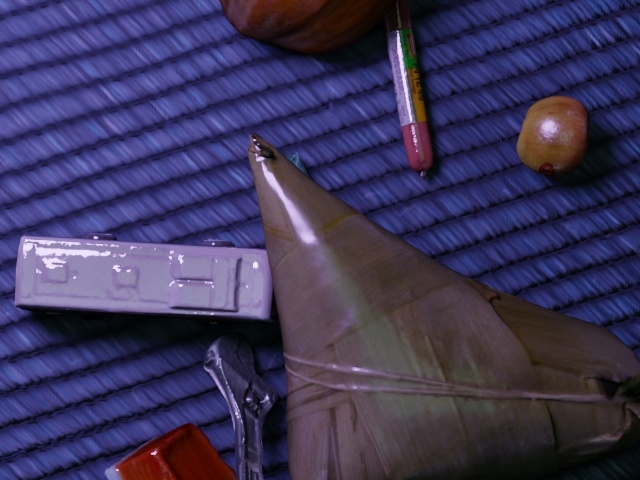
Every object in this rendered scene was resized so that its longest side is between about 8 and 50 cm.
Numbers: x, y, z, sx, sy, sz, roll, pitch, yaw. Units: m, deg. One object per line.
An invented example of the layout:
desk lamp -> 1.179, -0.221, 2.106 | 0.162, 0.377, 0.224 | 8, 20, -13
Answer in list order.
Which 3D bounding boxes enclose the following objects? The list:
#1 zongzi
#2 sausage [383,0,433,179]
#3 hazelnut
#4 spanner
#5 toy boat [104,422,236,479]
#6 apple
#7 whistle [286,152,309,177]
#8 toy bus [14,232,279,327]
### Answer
zongzi -> 0.165, 0.064, 1.409 | 0.447, 0.181, 0.418 | -12, 97, -6
sausage -> 0.089, -0.173, 1.524 | 0.029, 0.029, 0.223 | -9, 86, -4
hazelnut -> -0.014, -0.288, 1.451 | 0.210, 0.186, 0.210 | 1, 86, -18
spanner -> -0.070, 0.225, 1.404 | 0.093, 0.026, 0.325 | 28, 41, -36
toy boat -> -0.098, 0.348, 1.424 | 0.133, 0.145, 0.332 | -38, 87, 18
apple -> 0.240, -0.107, 1.504 | 0.071, 0.084, 0.084 | 9, 85, 6
whistle -> 0.000, 0.000, 1.502 | 0.039, 0.039, 0.186 | -25, 87, -5
toy bus -> -0.168, 0.038, 1.454 | 0.268, 0.106, 0.092 | 4, 87, -3
